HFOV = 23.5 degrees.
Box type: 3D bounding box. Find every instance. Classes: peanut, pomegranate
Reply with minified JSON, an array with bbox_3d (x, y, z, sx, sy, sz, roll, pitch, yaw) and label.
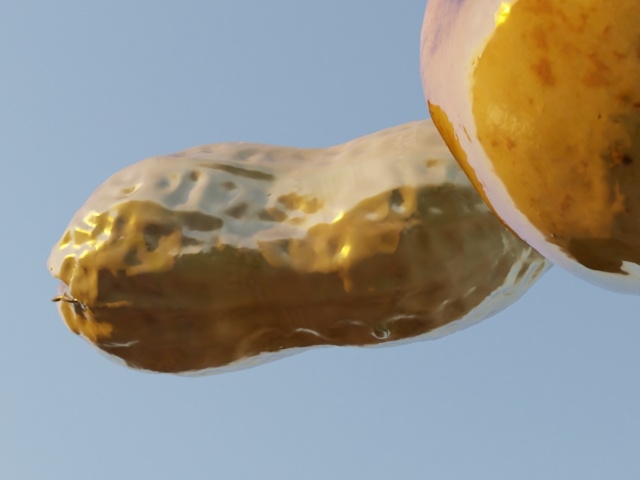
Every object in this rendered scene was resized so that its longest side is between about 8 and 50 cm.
[{"bbox_3d":[0.000,0.000,0.897,0.313,0.149,0.149,-10,-57,13],"label":"peanut"},{"bbox_3d":[0.138,-0.057,0.608,0.196,0.196,0.196,14,-48,16],"label":"pomegranate"}]
